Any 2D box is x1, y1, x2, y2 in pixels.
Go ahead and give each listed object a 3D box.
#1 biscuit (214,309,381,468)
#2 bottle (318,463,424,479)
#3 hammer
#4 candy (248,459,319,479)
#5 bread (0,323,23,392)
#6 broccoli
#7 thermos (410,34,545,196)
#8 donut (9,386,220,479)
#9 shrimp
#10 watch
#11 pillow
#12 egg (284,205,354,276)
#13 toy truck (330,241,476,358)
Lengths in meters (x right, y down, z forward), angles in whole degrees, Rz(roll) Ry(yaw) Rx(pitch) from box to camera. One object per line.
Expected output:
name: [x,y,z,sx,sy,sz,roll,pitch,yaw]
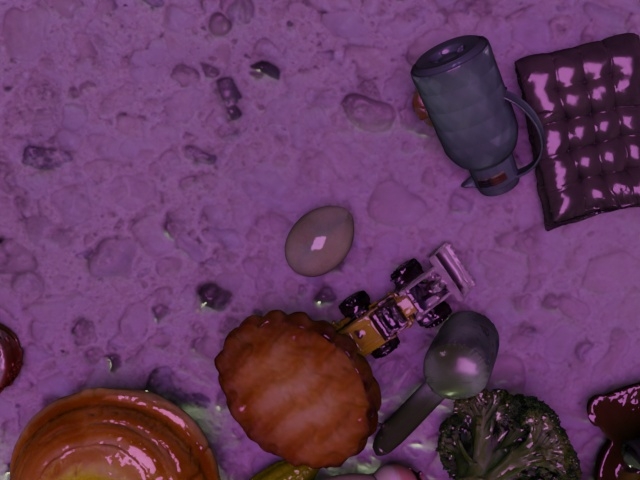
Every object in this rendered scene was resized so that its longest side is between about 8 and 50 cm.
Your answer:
biscuit: [-0.037,0.268,1.414,0.326,0.107,0.325,11,116,23]
bottle: [0.090,0.498,1.430,0.237,0.147,0.147,-16,93,-13]
hammer: [0.197,0.284,1.427,0.119,0.206,0.335,41,113,7]
candy: [-0.087,0.485,1.481,0.209,0.097,0.096,-38,92,-2]
bread: [-0.672,0.234,1.499,0.161,0.073,0.160,0,93,2]
broccoli: [0.334,0.402,1.391,0.269,0.242,0.261,-7,102,48]
thermos: [0.291,-0.216,1.361,0.182,0.145,0.286,-12,122,33]
donut: [-0.391,0.495,1.444,0.449,0.198,0.448,0,94,6]
shrimp: [0.263,-0.268,1.435,0.180,0.041,0.099,-11,96,2]
watch: [0.630,0.435,1.324,0.314,0.327,0.335,-15,93,3]
pillow: [0.500,-0.198,1.402,0.228,0.101,0.326,-12,91,5]
egg: [0.000,0.000,1.429,0.114,0.114,0.152,43,96,-1]
toy truck: [0.155,0.125,1.433,0.286,0.111,0.136,-34,93,5]
